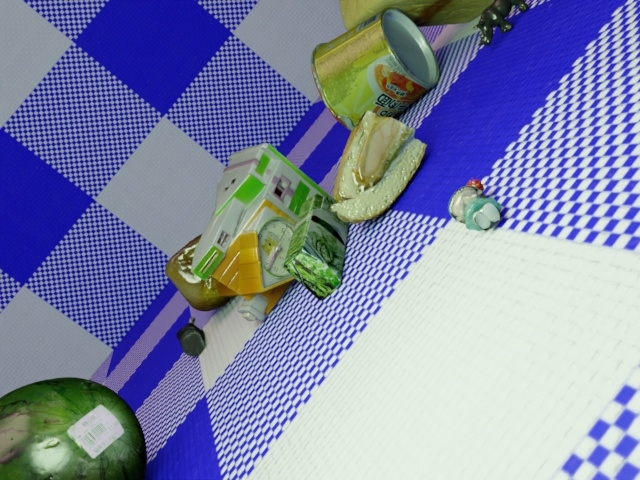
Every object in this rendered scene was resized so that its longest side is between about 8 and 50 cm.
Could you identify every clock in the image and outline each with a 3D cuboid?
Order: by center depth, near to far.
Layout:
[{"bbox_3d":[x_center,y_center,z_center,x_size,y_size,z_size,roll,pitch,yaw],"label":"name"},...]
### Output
[{"bbox_3d":[-0.120,-0.001,1.479,0.166,0.235,0.309,-8,52,49],"label":"clock"}]

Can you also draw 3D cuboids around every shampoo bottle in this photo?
[{"bbox_3d":[-0.332,0.245,1.858,0.063,0.057,0.208,-52,14,-5],"label":"shampoo bottle"}]

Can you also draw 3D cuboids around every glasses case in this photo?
[{"bbox_3d":[0.000,0.000,1.340,0.062,0.095,0.272,-41,16,21],"label":"glasses case"}]

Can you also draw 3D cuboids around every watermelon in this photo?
[{"bbox_3d":[-0.490,0.421,1.314,0.363,0.363,0.363,-47,13,15],"label":"watermelon"}]

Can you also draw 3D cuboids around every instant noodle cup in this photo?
[{"bbox_3d":[0.137,-0.397,1.676,0.200,0.264,0.264,-30,23,36],"label":"instant noodle cup"}]

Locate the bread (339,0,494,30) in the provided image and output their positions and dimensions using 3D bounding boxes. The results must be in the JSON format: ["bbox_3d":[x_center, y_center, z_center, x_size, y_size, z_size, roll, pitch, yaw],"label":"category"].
[{"bbox_3d":[0.245,-0.632,1.677,0.405,0.346,0.242,155,108,-77],"label":"bread"}]

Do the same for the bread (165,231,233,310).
[{"bbox_3d":[-0.283,0.085,1.895,0.195,0.176,0.246,-42,-3,-9],"label":"bread"}]

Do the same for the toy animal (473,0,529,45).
[{"bbox_3d":[0.353,-0.441,1.441,0.135,0.065,0.047,-52,12,-2],"label":"toy animal"}]

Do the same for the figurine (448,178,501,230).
[{"bbox_3d":[0.196,-0.043,0.907,0.060,0.047,0.106,-57,14,9],"label":"figurine"}]

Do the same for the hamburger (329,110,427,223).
[{"bbox_3d":[0.096,-0.110,1.321,0.155,0.136,0.207,119,171,-71],"label":"hamburger"}]
